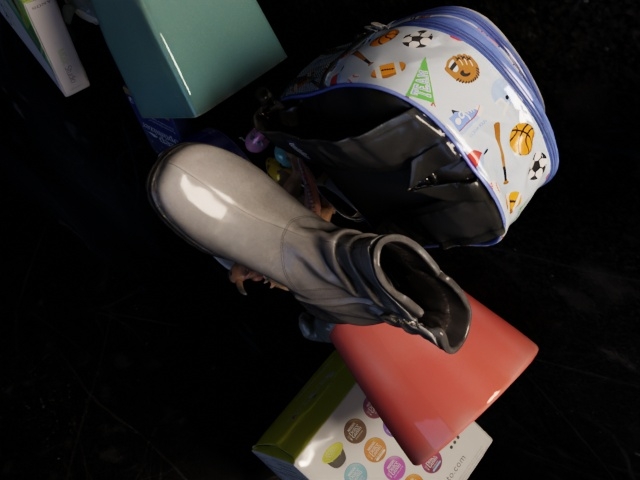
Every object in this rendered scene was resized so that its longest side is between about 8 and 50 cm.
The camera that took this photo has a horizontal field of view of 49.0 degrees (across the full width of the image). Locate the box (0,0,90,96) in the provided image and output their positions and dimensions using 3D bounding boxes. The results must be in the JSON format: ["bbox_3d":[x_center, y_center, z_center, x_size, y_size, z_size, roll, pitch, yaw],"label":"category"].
[{"bbox_3d":[-0.543,-0.440,1.258,0.322,0.058,0.232,48,161,21],"label":"box"}]

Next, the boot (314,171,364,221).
[{"bbox_3d":[0.078,-0.046,1.014,0.219,0.106,0.082,51,156,-22],"label":"boot"}]

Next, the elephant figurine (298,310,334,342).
[{"bbox_3d":[0.016,0.067,1.286,0.186,0.169,0.239,0,124,17],"label":"elephant figurine"}]

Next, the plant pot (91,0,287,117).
[{"bbox_3d":[-0.194,-0.303,0.920,0.166,0.165,0.234,12,136,50],"label":"plant pot"}]

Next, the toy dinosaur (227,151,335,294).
[{"bbox_3d":[-0.044,-0.016,1.111,0.127,0.200,0.295,25,157,-7],"label":"toy dinosaur"}]

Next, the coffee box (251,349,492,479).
[{"bbox_3d":[0.103,0.468,1.612,0.334,0.337,0.338,45,158,-7],"label":"coffee box"}]

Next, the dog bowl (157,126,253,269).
[{"bbox_3d":[-0.188,-0.075,1.323,0.265,0.104,0.265,45,158,24],"label":"dog bowl"}]

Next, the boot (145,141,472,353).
[{"bbox_3d":[0.000,0.000,0.738,0.338,0.118,0.223,32,165,-31],"label":"boot"}]

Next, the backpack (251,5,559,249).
[{"bbox_3d":[0.109,-0.106,0.721,0.276,0.213,0.263,43,171,-23],"label":"backpack"}]

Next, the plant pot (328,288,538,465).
[{"bbox_3d":[0.164,0.174,1.120,0.243,0.275,0.275,47,159,13],"label":"plant pot"}]

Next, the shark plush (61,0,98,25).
[{"bbox_3d":[-0.403,-0.438,1.179,0.067,0.073,0.161,7,131,15],"label":"shark plush"}]

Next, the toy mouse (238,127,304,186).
[{"bbox_3d":[-0.082,-0.149,1.181,0.161,0.031,0.143,35,157,16],"label":"toy mouse"}]

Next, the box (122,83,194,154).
[{"bbox_3d":[-0.304,-0.212,1.418,0.136,0.036,0.225,29,156,27],"label":"box"}]
